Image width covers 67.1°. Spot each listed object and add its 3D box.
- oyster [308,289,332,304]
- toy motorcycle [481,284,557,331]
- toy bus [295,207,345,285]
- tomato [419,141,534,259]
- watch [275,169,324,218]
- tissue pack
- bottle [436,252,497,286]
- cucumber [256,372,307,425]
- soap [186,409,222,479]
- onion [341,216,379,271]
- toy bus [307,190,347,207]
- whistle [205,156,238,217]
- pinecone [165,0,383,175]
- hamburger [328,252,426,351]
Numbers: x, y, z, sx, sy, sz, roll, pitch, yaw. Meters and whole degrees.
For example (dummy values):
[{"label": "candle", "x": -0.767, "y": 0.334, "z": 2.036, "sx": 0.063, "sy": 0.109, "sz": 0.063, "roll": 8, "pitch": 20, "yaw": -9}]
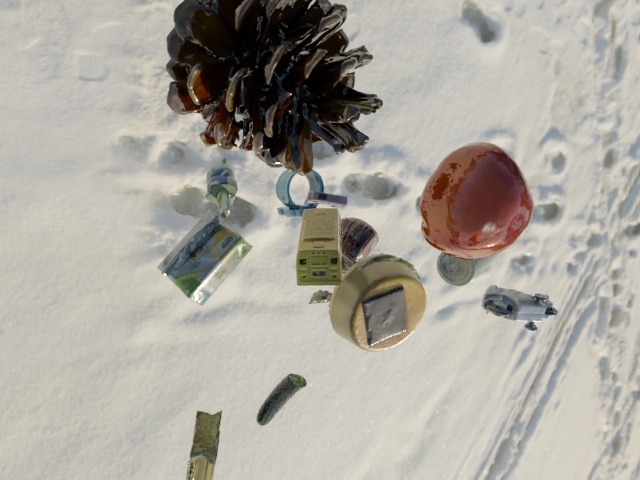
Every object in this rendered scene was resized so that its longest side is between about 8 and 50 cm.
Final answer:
[{"label": "oyster", "x": 0.007, "y": 0.200, "z": 1.699, "sx": 0.083, "sy": 0.038, "sz": 0.081, "roll": 14, "pitch": 132, "yaw": -36}, {"label": "toy motorcycle", "x": 0.591, "y": 0.190, "z": 1.484, "sx": 0.260, "sy": 0.171, "sz": 0.110, "roll": 4, "pitch": 109, "yaw": -24}, {"label": "toy bus", "x": 0.000, "y": 0.000, "z": 1.256, "sx": 0.121, "sy": 0.335, "sz": 0.123, "roll": -3, "pitch": 117, "yaw": 3}, {"label": "tomato", "x": 0.322, "y": -0.069, "z": 0.987, "sx": 0.259, "sy": 0.180, "sz": 0.260, "roll": -19, "pitch": 124, "yaw": -32}, {"label": "watch", "x": -0.069, "y": -0.181, "z": 1.845, "sx": 0.211, "sy": 0.211, "sz": 0.193, "roll": -6, "pitch": 100, "yaw": -36}, {"label": "tissue pack", "x": -0.340, "y": 0.040, "z": 1.385, "sx": 0.229, "sy": 0.159, "sz": 0.145, "roll": -49, "pitch": 156, "yaw": -7}, {"label": "bottle", "x": 0.393, "y": 0.036, "z": 1.253, "sx": 0.245, "sy": 0.104, "sz": 0.104, "roll": -23, "pitch": 119, "yaw": -51}, {"label": "cucumber", "x": -0.116, "y": 0.433, "z": 1.303, "sx": 0.215, "sy": 0.058, "sz": 0.052, "roll": -53, "pitch": 170, "yaw": 27}, {"label": "soap", "x": -0.312, "y": 0.570, "z": 1.290, "sx": 0.076, "sy": 0.135, "sz": 0.233, "roll": 7, "pitch": 128, "yaw": -10}, {"label": "onion", "x": 0.128, "y": -0.007, "z": 2.132, "sx": 0.216, "sy": 0.206, "sz": 0.207, "roll": -52, "pitch": 159, "yaw": -23}, {"label": "toy bus", "x": 0.023, "y": -0.134, "z": 1.580, "sx": 0.130, "sy": 0.052, "sz": 0.037, "roll": 8, "pitch": 81, "yaw": -19}, {"label": "whistle", "x": -0.305, "y": -0.163, "z": 1.479, "sx": 0.092, "sy": 0.244, "sz": 0.110, "roll": 12, "pitch": 131, "yaw": -26}, {"label": "pinecone", "x": -0.062, "y": -0.282, "z": 0.867, "sx": 0.384, "sy": 0.384, "sz": 0.384, "roll": -13, "pitch": 112, "yaw": -34}, {"label": "hamburger", "x": 0.164, "y": 0.179, "z": 1.410, "sx": 0.300, "sy": 0.176, "sz": 0.300, "roll": -12, "pitch": 121, "yaw": -21}]
